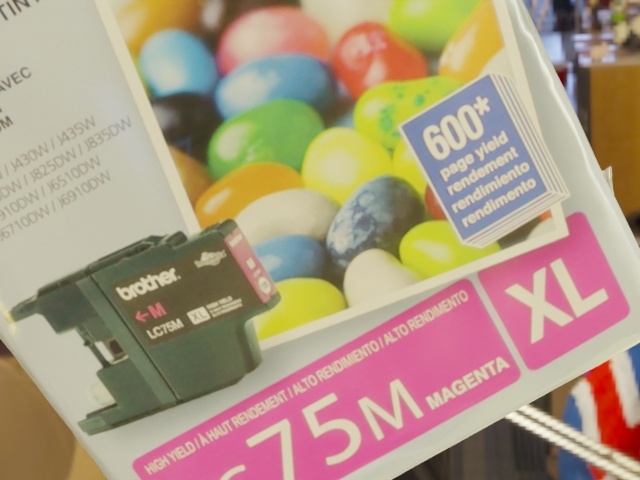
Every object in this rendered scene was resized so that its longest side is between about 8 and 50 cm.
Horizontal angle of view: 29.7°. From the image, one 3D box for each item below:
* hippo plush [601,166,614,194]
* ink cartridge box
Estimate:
[{"bbox_3d":[0.128,0.057,1.069,0.236,0.234,0.294,-39,-6,-17],"label":"hippo plush"},{"bbox_3d":[-0.040,-0.058,0.358,0.186,0.311,0.065,-30,21,3],"label":"ink cartridge box"}]
